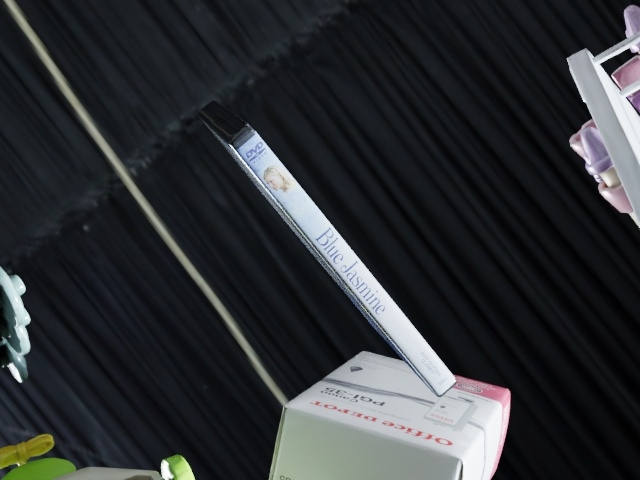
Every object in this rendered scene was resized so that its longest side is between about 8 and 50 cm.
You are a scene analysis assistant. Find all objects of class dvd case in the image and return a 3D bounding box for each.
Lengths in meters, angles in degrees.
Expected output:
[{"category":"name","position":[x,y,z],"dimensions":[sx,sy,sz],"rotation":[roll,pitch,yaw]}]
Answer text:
[{"category":"dvd case","position":[0.000,0.000,0.779],"dimensions":[0.022,0.253,0.180],"rotation":[-40,-161,-2]}]

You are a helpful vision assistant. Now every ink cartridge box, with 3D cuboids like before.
[{"category":"ink cartridge box","position":[0.090,0.233,1.143],"dimensions":[0.283,0.207,0.117],"rotation":[-17,119,-69]}]

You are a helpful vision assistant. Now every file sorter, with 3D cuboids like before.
[{"category":"file sorter","position":[0.362,-0.062,0.829],"dimensions":[0.173,0.193,0.277],"rotation":[-30,146,24]}]

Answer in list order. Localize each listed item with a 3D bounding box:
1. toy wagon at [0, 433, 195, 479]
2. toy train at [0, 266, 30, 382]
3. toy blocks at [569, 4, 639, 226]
[{"category":"toy wagon","position":[-0.242,0.293,0.968],"dimensions":[0.267,0.068,0.344],"rotation":[-16,-158,-26]},{"category":"toy train","position":[-0.408,0.066,1.063],"dimensions":[0.142,0.190,0.334],"rotation":[-29,164,-26]},{"category":"toy blocks","position":[0.444,-0.186,1.261],"dimensions":[0.288,0.260,0.309],"rotation":[-38,-170,18]}]
